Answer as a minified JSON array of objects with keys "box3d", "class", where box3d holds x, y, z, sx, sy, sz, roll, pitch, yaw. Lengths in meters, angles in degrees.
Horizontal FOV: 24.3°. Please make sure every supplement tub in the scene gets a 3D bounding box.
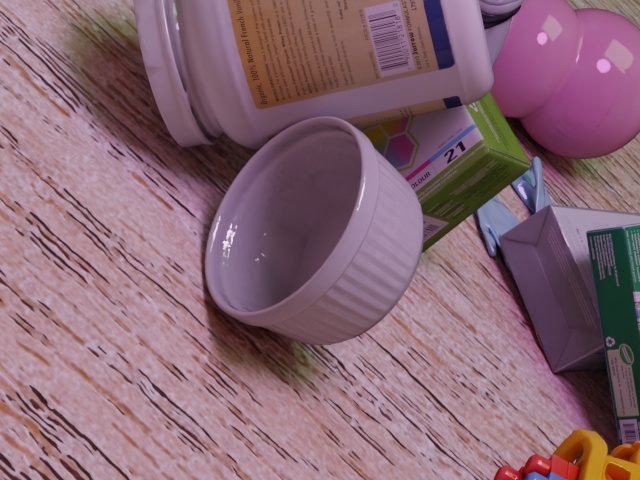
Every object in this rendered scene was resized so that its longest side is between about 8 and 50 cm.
[{"box3d":[-0.004,-0.216,1.457,0.228,0.316,0.228,-11,90,-82],"class":"supplement tub"}]

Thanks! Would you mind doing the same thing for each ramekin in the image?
[{"box3d":[0.000,0.000,1.383,0.109,0.207,0.207,34,33,-35],"class":"ramekin"}]

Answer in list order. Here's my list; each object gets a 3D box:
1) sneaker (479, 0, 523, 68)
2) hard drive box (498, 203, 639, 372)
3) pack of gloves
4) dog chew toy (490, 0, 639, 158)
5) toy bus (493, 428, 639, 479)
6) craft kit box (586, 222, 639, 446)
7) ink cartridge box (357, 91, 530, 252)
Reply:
[{"box3d":[0.056,-0.259,1.798,0.366,0.210,0.137,15,28,15],"class":"sneaker"},{"box3d":[0.343,0.060,1.789,0.232,0.089,0.181,4,59,-46],"class":"hard drive box"},{"box3d":[0.255,-0.048,1.869,0.195,0.046,0.232,12,45,-43],"class":"pack of gloves"},{"box3d":[0.287,-0.242,1.989,0.332,0.206,0.206,23,38,-20],"class":"dog chew toy"},{"box3d":[0.277,0.264,1.482,0.211,0.149,0.220,28,31,1],"class":"toy bus"},{"box3d":[0.408,0.098,1.708,0.247,0.061,0.250,-8,89,-51],"class":"craft kit box"},{"box3d":[0.082,-0.132,1.618,0.097,0.189,0.255,14,43,-52],"class":"ink cartridge box"}]
